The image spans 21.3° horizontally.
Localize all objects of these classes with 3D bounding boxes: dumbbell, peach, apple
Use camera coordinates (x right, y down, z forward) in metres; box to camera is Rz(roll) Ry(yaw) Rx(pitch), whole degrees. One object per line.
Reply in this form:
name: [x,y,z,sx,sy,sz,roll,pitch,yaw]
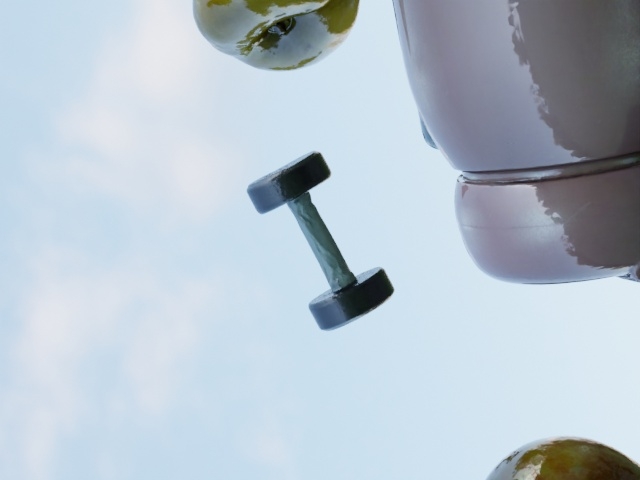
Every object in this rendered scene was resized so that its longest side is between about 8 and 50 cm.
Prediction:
dumbbell: [0.000,0.000,1.944,0.191,0.100,0.100,61,-160,-6]
peach: [-0.042,-0.246,1.743,0.179,0.179,0.103,33,-144,-55]
apple: [0.194,0.247,1.362,0.182,0.182,0.155,61,164,-10]

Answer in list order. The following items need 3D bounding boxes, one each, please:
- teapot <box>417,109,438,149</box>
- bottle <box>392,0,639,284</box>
teapot: [0.158,-0.116,1.332,0.119,0.166,0.130,49,-173,-4]
bottle: [0.133,-0.122,0.899,0.173,0.206,0.296,-15,-79,-38]
